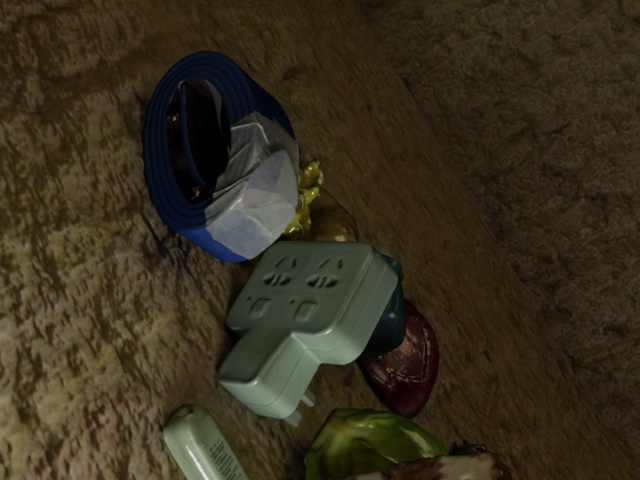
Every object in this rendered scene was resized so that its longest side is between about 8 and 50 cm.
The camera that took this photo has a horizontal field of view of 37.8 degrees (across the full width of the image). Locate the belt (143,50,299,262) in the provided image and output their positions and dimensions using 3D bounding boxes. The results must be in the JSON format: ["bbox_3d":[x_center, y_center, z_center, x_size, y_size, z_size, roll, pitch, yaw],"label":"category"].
[{"bbox_3d":[-0.150,-0.133,1.400,0.117,0.212,0.346,40,25,-46],"label":"belt"}]

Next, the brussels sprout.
[{"bbox_3d":[0.083,0.339,1.342,0.223,0.223,0.161,56,16,-12],"label":"brussels sprout"}]

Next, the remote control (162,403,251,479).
[{"bbox_3d":[-0.096,0.340,1.163,0.309,0.038,0.090,59,21,-6],"label":"remote control"}]

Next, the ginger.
[{"bbox_3d":[0.000,0.000,1.677,0.152,0.138,0.267,31,21,-27],"label":"ginger"}]

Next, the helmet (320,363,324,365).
[{"bbox_3d":[-0.027,0.151,1.522,0.111,0.057,0.089,49,66,-16],"label":"helmet"}]

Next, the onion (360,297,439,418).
[{"bbox_3d":[0.161,0.206,1.812,0.250,0.111,0.247,56,20,-16],"label":"onion"}]

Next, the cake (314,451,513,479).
[{"bbox_3d":[0.127,0.440,1.142,0.282,0.291,0.255,-81,153,-61],"label":"cake"}]

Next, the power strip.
[{"bbox_3d":[-0.023,0.135,1.350,0.141,0.230,0.261,48,59,-32],"label":"power strip"}]

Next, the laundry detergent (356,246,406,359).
[{"bbox_3d":[0.090,0.103,1.730,0.289,0.144,0.094,-75,146,-62],"label":"laundry detergent"}]

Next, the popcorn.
[{"bbox_3d":[-0.076,-0.053,1.485,0.168,0.195,0.173,53,30,-12],"label":"popcorn"}]

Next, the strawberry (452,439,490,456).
[{"bbox_3d":[0.334,0.495,1.862,0.208,0.087,0.167,62,20,-2],"label":"strawberry"}]
